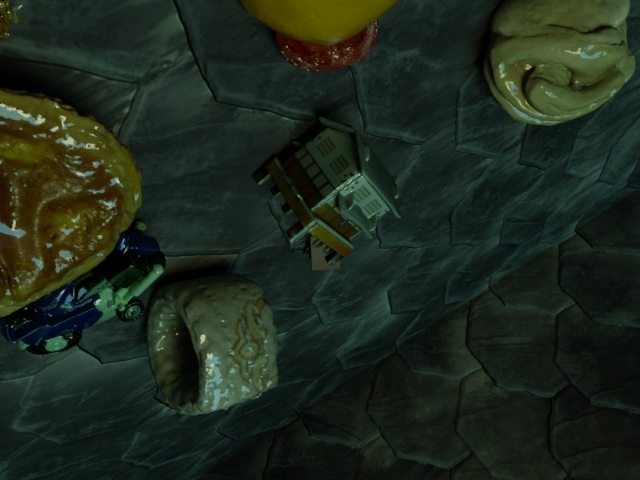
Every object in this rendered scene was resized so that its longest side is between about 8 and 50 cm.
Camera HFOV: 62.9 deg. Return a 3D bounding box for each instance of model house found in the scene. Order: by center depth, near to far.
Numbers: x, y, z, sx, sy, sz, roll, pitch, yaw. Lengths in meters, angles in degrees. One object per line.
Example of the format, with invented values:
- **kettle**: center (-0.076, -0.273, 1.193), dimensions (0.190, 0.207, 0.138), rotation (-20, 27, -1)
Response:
- **model house**: center (0.028, -0.096, 1.029), dimensions (0.215, 0.198, 0.224), rotation (-36, 149, 11)

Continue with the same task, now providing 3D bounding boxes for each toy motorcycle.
- **toy motorcycle**: center (-0.427, 0.095, 0.922), dimensions (0.331, 0.125, 0.196), rotation (-38, 150, 10)

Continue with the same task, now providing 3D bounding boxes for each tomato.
- **tomato**: center (0.007, -0.337, 0.794), dimensions (0.159, 0.091, 0.139), rotation (-17, 144, 21)

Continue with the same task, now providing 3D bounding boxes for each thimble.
- **thimble**: center (-0.233, 0.224, 1.119), dimensions (0.195, 0.291, 0.291), rotation (-8, 139, -40)

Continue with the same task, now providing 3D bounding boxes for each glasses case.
- **glasses case**: center (0.000, 0.000, 1.276), dimensions (0.103, 0.070, 0.193), rotation (-3, 146, -1)

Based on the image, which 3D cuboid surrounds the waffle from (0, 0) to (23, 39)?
- **waffle**: center (-0.404, -0.256, 0.517), dimensions (0.197, 0.070, 0.193), rotation (-6, 138, -44)

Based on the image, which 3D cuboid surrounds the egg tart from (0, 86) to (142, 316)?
- **egg tart**: center (-0.408, -0.063, 0.688), dimensions (0.340, 0.153, 0.351), rotation (-37, 149, 0)

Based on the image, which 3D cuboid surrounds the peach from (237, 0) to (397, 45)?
- **peach**: center (-0.001, -0.375, 0.568), dimensions (0.289, 0.288, 0.308), rotation (-20, 177, -25)

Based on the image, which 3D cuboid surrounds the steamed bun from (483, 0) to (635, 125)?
- **steamed bun**: center (0.525, -0.386, 1.112), dimensions (0.372, 0.230, 0.324), rotation (17, 118, -51)
